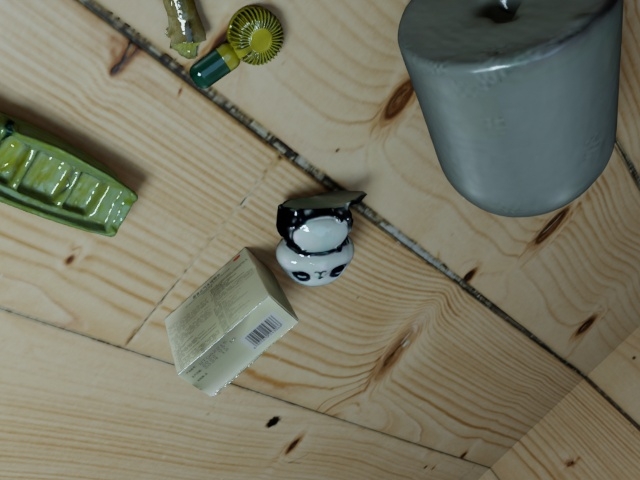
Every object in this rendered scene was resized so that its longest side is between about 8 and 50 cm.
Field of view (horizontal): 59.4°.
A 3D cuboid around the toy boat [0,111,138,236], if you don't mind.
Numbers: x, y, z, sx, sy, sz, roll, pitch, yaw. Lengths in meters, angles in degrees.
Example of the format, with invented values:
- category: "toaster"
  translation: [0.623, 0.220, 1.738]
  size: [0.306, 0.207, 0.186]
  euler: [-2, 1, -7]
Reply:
- category: "toy boat"
  translation: [-0.396, -0.097, 0.776]
  size: [0.276, 0.084, 0.111]
  euler: [26, 105, -43]

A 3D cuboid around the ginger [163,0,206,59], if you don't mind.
- category: "ginger"
  translation: [-0.188, -0.309, 0.761]
  size: [0.057, 0.044, 0.137]
  euler: [-10, 127, 0]

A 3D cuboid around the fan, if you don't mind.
- category: "fan"
  translation: [-0.122, -0.276, 0.822]
  size: [0.155, 0.039, 0.082]
  euler: [-37, 133, 0]

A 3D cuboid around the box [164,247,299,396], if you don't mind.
- category: "box"
  translation: [-0.166, 0.143, 1.014]
  size: [0.212, 0.168, 0.095]
  euler: [-41, 129, 4]

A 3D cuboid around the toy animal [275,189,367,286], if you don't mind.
- category: "toy animal"
  translation: [0.000, 0.000, 1.024]
  size: [0.165, 0.138, 0.179]
  euler: [-1, 119, -9]

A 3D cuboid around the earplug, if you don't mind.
- category: "earplug"
  translation: [0.331, -0.226, 0.930]
  size: [0.312, 0.313, 0.394]
  euler: [-34, 133, -3]
